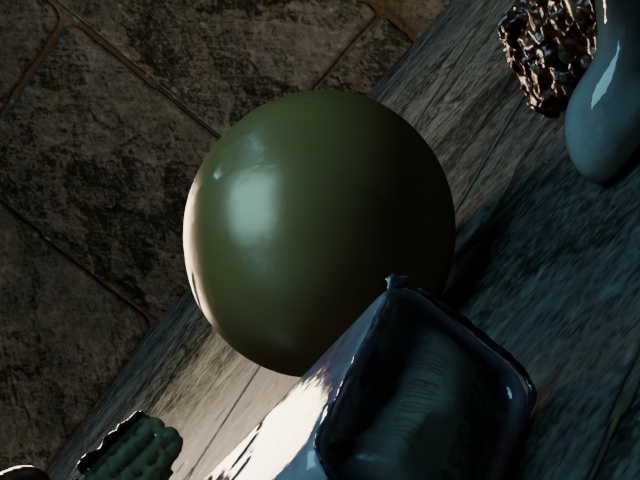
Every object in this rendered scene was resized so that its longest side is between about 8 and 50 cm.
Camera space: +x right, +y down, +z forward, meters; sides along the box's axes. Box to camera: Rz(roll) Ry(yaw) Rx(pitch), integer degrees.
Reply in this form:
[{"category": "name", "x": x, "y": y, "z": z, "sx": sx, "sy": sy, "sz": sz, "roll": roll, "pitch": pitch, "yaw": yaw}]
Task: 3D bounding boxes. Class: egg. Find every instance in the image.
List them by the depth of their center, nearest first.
[{"category": "egg", "x": 0.000, "y": 0.000, "z": 1.445, "sx": 0.201, "sy": 0.201, "sz": 0.244, "roll": -49, "pitch": 17, "yaw": 18}]

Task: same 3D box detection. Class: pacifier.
[{"category": "pacifier", "x": 0.176, "y": -0.139, "z": 1.237, "sx": 0.279, "sy": 0.227, "sz": 0.207, "roll": -82, "pitch": -8, "yaw": -80}]

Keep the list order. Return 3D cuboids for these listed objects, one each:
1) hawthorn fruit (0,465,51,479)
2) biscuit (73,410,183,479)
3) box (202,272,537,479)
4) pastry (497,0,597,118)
[{"category": "hawthorn fruit", "x": -0.259, "y": 0.296, "z": 1.347, "sx": 0.298, "sy": 0.277, "sz": 0.277, "roll": -63, "pitch": 9, "yaw": -19}, {"category": "biscuit", "x": -0.173, "y": 0.206, "z": 1.135, "sx": 0.150, "sy": 0.052, "sz": 0.252, "roll": -52, "pitch": -5, "yaw": 34}, {"category": "box", "x": -0.047, "y": 0.190, "z": 1.036, "sx": 0.370, "sy": 0.112, "sz": 0.190, "roll": -49, "pitch": 7, "yaw": 30}, {"category": "pastry", "x": 0.195, "y": -0.163, "z": 1.475, "sx": 0.115, "sy": 0.097, "sz": 0.208, "roll": -42, "pitch": 1, "yaw": -16}]
